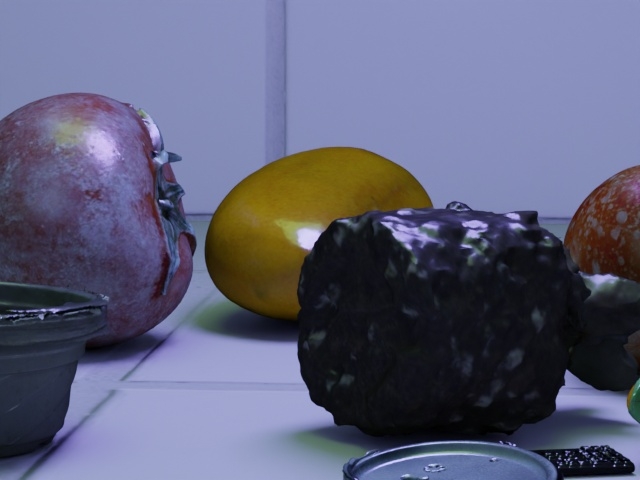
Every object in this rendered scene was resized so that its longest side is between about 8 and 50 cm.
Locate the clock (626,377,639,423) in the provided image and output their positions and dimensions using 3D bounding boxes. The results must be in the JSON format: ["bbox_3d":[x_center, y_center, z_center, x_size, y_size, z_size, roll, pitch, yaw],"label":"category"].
[{"bbox_3d":[0.367,0.137,1.251,0.231,0.103,0.144,0,-3,-15],"label":"clock"}]

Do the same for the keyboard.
[{"bbox_3d":[0.153,0.184,1.215,0.204,0.013,0.061,-1,6,-9],"label":"keyboard"}]

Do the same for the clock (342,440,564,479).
[{"bbox_3d":[0.089,0.181,1.007,0.229,0.063,0.156,4,6,44],"label":"clock"}]

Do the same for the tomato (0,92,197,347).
[{"bbox_3d":[-0.291,-0.022,1.790,0.283,0.316,0.317,-15,3,9],"label":"tomato"}]

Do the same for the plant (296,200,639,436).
[{"bbox_3d":[0.149,0.069,1.368,0.312,0.213,0.215,-5,6,-32],"label":"plant"}]

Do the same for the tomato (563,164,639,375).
[{"bbox_3d":[0.392,0.045,1.582,0.270,0.222,0.270,16,-14,4],"label":"tomato"}]

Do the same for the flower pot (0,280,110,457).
[{"bbox_3d":[-0.302,0.112,1.298,0.236,0.140,0.235,1,7,0],"label":"flower pot"}]

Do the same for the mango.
[{"bbox_3d":[0.000,0.000,2.024,0.300,0.232,0.446,6,14,13],"label":"mango"}]
